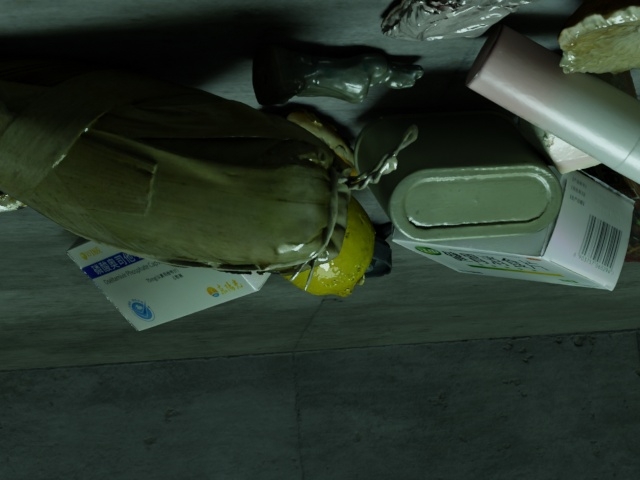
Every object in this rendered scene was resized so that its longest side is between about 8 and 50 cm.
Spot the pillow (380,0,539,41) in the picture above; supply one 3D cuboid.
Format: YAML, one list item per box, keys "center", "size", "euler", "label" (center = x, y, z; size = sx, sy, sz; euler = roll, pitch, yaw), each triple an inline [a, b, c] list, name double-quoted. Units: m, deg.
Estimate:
- center: [0.167, -0.266, 1.491]
  size: [0.135, 0.049, 0.248]
  euler: [-4, 170, -20]
  label: "pillow"

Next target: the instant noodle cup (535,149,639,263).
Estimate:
- center: [0.457, -0.092, 2.054]
  size: [0.091, 0.274, 0.274]
  euler: [-45, -175, -26]
  label: "instant noodle cup"

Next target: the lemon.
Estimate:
- center: [0.000, 0.000, 2.204]
  size: [0.173, 0.206, 0.173]
  euler: [-33, -167, 9]
  label: "lemon"

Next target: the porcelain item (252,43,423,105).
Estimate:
- center: [0.026, -0.202, 1.681]
  size: [0.216, 0.069, 0.081]
  euler: [-4, 162, -27]
  label: "porcelain item"

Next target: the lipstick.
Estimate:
- center: [0.335, -0.144, 1.638]
  size: [0.327, 0.087, 0.087]
  euler: [29, 161, -5]
  label: "lipstick"

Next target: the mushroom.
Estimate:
- center: [0.416, -0.178, 1.488]
  size: [0.208, 0.301, 0.233]
  euler: [-50, 160, 23]
  label: "mushroom"

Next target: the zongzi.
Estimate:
- center: [-0.211, -0.083, 1.504]
  size: [0.500, 0.218, 0.467]
  euler: [13, -177, 42]
  label: "zongzi"

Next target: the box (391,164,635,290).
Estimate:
- center: [0.281, -0.029, 2.056]
  size: [0.173, 0.145, 0.333]
  euler: [25, 169, -39]
  label: "box"

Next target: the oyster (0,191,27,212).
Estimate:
- center: [-0.475, -0.068, 2.045]
  size: [0.148, 0.051, 0.103]
  euler: [-23, 160, 9]
  label: "oyster"

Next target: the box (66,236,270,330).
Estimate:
- center: [-0.256, 0.033, 2.280]
  size: [0.343, 0.065, 0.200]
  euler: [-20, 117, 46]
  label: "box"

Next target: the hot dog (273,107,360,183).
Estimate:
- center: [-0.014, -0.127, 1.938]
  size: [0.109, 0.072, 0.269]
  euler: [-10, 164, 25]
  label: "hot dog"

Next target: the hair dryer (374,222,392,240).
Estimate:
- center: [0.095, -0.021, 2.504]
  size: [0.083, 0.031, 0.079]
  euler: [16, 145, -37]
  label: "hair dryer"

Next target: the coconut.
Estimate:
- center: [0.330, -0.165, 1.759]
  size: [0.153, 0.147, 0.147]
  euler: [-14, 164, 16]
  label: "coconut"

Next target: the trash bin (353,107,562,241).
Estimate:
- center: [0.179, -0.089, 1.830]
  size: [0.243, 0.121, 0.247]
  euler: [-3, -160, -6]
  label: "trash bin"

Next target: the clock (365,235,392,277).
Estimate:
- center: [0.022, 0.023, 2.530]
  size: [0.226, 0.049, 0.226]
  euler: [5, 168, 1]
  label: "clock"
